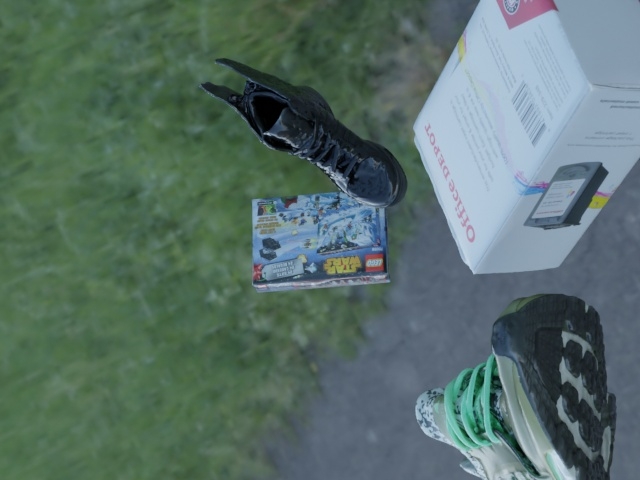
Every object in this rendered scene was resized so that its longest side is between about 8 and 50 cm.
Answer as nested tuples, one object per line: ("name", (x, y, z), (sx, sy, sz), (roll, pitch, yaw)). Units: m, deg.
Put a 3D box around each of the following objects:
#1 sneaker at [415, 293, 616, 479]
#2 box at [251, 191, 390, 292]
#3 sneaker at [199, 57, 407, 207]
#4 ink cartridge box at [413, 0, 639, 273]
("sneaker", (0.168, 0.168, 1.222), (0.410, 0.182, 0.158), (61, -146, -59))
("box", (0.000, 0.000, 1.344), (0.027, 0.137, 0.094), (65, -157, -67))
("sneaker", (-0.013, -0.084, 1.070), (0.170, 0.089, 0.051), (45, 114, 23))
("ink cartridge box", (0.236, -0.142, 1.453), (0.306, 0.131, 0.226), (115, 145, -49))
